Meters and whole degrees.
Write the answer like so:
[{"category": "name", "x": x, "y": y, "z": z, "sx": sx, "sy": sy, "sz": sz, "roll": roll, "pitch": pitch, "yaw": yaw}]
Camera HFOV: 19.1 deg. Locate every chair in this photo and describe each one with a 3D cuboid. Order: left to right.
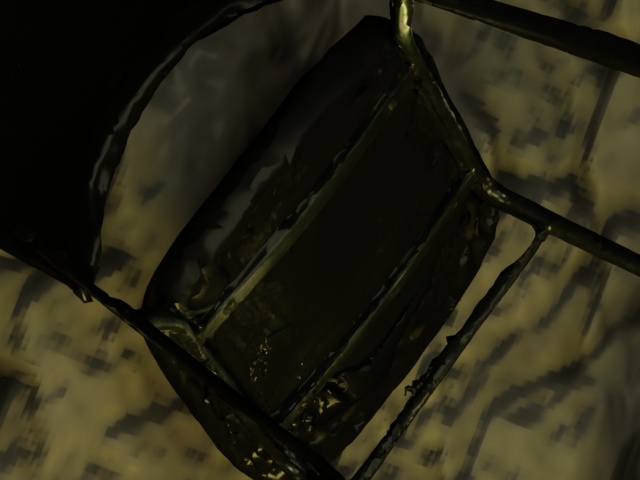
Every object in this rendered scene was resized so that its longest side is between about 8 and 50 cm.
[{"category": "chair", "x": 0.000, "y": 0.000, "z": 0.534, "sx": 0.140, "sy": 0.221, "sz": 0.145, "roll": -52, "pitch": 148, "yaw": -12}]
